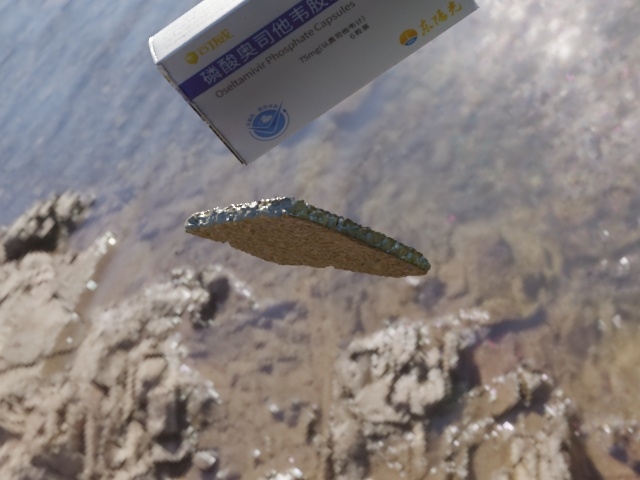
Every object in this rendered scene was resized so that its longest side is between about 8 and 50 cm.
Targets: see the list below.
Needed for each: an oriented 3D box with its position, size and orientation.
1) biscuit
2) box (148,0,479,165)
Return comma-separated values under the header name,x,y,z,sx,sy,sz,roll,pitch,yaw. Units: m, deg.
name,x,y,z,sx,sy,sz,roll,pitch,yaw
biscuit,-0.006,0.002,1.089,0.131,0.237,0.026,-6,73,37
box,-0.006,-0.252,1.328,0.343,0.200,0.065,-33,44,9
